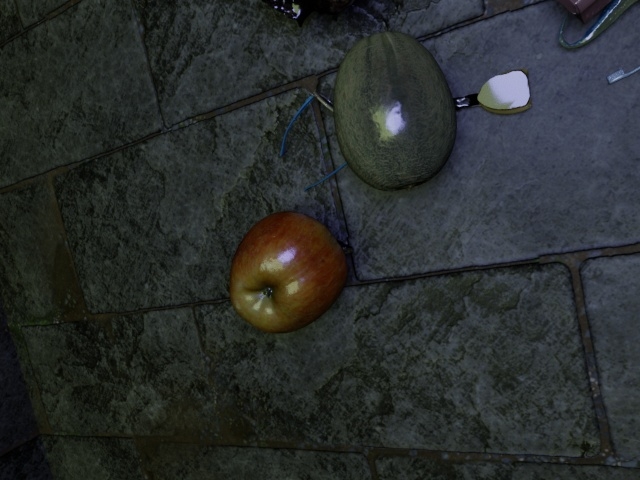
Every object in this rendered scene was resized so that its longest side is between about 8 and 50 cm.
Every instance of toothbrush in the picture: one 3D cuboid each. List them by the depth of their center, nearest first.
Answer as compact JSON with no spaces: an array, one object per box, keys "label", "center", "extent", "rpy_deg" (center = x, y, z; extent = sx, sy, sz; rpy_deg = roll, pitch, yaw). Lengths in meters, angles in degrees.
[{"label":"toothbrush","center":[0.628,-0.346,0.856],"extent":[0.193,0.013,0.019],"rpy_deg":[-27,79,28]}]

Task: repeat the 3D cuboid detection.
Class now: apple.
[{"label":"apple","center":[-0.089,0.089,1.133],"extent":[0.278,0.250,0.309],"rpy_deg":[27,141,24]}]

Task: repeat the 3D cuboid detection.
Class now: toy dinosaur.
[{"label":"toy dinosaur","center":[0.597,-0.476,0.814],"extent":[0.147,0.076,0.363],"rpy_deg":[49,115,28]}]

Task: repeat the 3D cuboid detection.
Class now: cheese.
[{"label":"cheese","center":[0.352,-0.301,0.986],"extent":[0.163,0.036,0.086],"rpy_deg":[-6,100,27]}]

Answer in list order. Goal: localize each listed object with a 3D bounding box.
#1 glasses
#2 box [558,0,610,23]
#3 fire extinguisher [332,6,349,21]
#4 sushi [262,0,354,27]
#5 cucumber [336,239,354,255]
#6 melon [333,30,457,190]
[{"label":"glasses","center":[0.000,-0.243,1.171],"extent":[0.189,0.088,0.220],"rpy_deg":[54,137,6]},{"label":"box","center":[0.477,-0.529,0.816],"extent":[0.215,0.086,0.215],"rpy_deg":[-41,59,26]},{"label":"fire extinguisher","center":[0.078,-0.596,1.027],"extent":[0.071,0.099,0.231],"rpy_deg":[21,113,-20]},{"label":"sushi","center":[-0.049,-0.598,0.978],"extent":[0.234,0.208,0.348],"rpy_deg":[-57,46,17]},{"label":"cucumber","center":[0.000,0.000,1.213],"extent":[0.182,0.053,0.053],"rpy_deg":[28,111,21]},{"label":"melon","center":[0.151,-0.264,0.975],"extent":[0.249,0.249,0.329],"rpy_deg":[-11,92,27]}]
